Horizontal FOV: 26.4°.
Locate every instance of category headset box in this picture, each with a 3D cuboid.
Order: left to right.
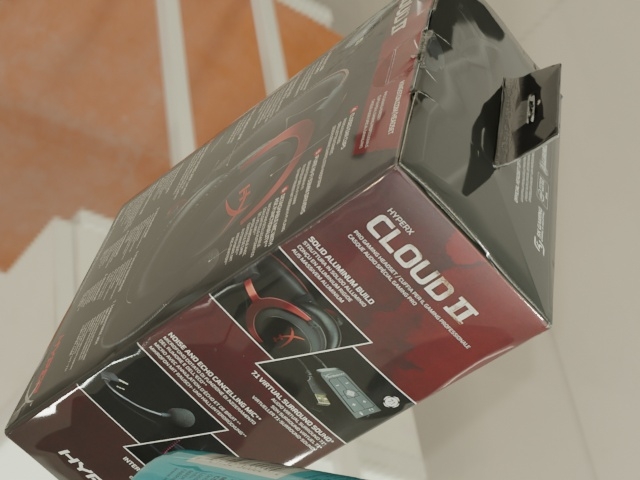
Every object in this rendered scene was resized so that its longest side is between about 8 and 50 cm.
[{"bbox_3d":[0.000,0.000,0.704,0.293,0.218,0.110,-34,112,28],"label":"headset box"}]

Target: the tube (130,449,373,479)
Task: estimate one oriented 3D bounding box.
[{"bbox_3d":[0.027,0.084,0.340,0.080,0.052,0.207,-20,-169,-42],"label":"tube"}]
